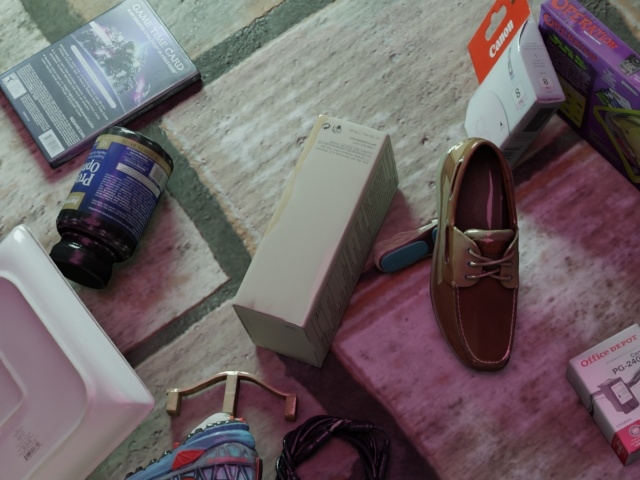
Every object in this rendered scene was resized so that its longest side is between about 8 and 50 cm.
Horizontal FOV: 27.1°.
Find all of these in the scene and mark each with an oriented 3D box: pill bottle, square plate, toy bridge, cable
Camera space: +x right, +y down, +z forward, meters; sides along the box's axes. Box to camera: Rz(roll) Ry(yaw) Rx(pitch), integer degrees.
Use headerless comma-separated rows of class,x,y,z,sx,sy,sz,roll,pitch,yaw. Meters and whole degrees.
pill bottle,-0.310,-0.045,1.938,0.123,0.123,0.219,17,68,16
square plate,-0.437,0.210,1.804,0.347,0.049,0.344,-46,67,12
toy bridge,-0.124,0.214,1.842,0.188,0.026,0.063,2,63,9
cable,0.009,0.319,1.761,0.150,0.047,0.184,10,67,13

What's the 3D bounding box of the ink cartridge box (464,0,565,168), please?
ink cartridge box,0.257,-0.241,1.912,0.066,0.189,0.232,-7,63,-24

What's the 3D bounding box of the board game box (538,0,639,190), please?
board game box,0.429,-0.173,1.843,0.056,0.208,0.347,-37,66,-10

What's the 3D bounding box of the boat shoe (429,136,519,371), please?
boat shoe,0.213,0.015,1.799,0.123,0.116,0.324,-5,83,-9

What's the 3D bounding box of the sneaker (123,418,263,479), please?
sneaker,-0.185,0.342,1.711,0.262,0.104,0.125,-38,61,20

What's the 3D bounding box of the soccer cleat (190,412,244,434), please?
soccer cleat,-0.117,0.326,1.773,0.076,0.068,0.196,-27,64,16

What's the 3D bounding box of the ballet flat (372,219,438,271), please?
ballet flat,0.152,-0.006,1.892,0.168,0.057,0.052,-18,35,-3

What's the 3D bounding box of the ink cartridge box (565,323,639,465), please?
ink cartridge box,0.408,0.202,1.748,0.109,0.063,0.150,-28,64,-5

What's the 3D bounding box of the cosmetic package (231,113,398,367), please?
cosmetic package,0.000,0.000,1.852,0.113,0.160,0.309,18,68,17

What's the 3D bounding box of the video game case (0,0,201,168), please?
video game case,-0.353,-0.257,2.099,0.274,0.026,0.196,-32,65,-8
